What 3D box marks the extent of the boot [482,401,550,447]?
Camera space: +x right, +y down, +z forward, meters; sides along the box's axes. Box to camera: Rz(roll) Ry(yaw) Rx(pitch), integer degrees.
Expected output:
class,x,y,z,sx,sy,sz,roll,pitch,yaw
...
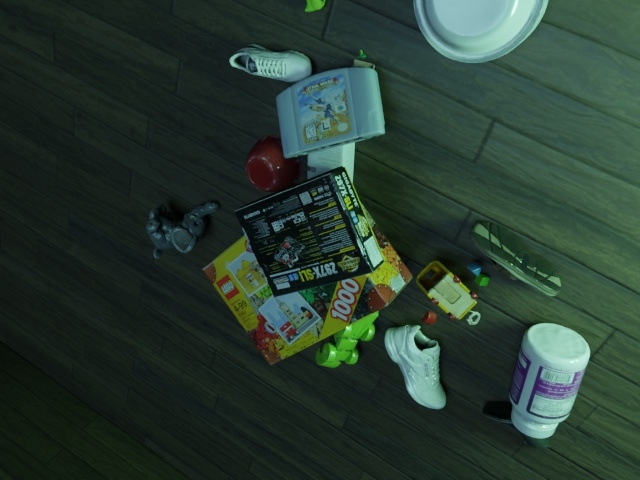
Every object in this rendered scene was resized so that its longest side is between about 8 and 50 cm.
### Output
class,x,y,z,sx,sy,sz,roll,pitch,yaw
boot,0.603,0.575,1.691,0.197,0.077,0.137,2,121,30

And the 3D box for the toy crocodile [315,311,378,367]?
class,x,y,z,sx,sy,sz,roll,pitch,yaw
toy crocodile,0.086,0.318,1.835,0.115,0.105,0.341,9,130,-24

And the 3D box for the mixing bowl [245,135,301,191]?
class,x,y,z,sx,sy,sz,roll,pitch,yaw
mixing bowl,-0.162,-0.219,1.684,0.181,0.098,0.181,14,121,24

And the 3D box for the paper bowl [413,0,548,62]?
class,x,y,z,sx,sy,sz,roll,pitch,yaw
paper bowl,0.340,-0.532,1.194,0.284,0.148,0.284,13,121,22

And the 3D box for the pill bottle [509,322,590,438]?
class,x,y,z,sx,sy,sz,roll,pitch,yaw
pill bottle,0.617,0.393,1.520,0.169,0.169,0.302,16,122,22

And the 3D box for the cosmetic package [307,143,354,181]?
class,x,y,z,sx,sy,sz,roll,pitch,yaw
cosmetic package,0.029,-0.200,1.593,0.117,0.085,0.231,15,120,24

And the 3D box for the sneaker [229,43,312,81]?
class,x,y,z,sx,sy,sz,roll,pitch,yaw
sneaker,-0.136,-0.483,1.530,0.235,0.095,0.090,15,120,21

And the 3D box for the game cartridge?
class,x,y,z,sx,sy,sz,roll,pitch,yaw
game cartridge,0.018,-0.346,1.473,0.297,0.062,0.198,-10,90,27

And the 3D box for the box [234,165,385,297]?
class,x,y,z,sx,sy,sz,roll,pitch,yaw
box,-0.034,-0.013,1.378,0.322,0.079,0.257,-18,102,35

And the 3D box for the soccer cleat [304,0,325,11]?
class,x,y,z,sx,sy,sz,roll,pitch,yaw
soccer cleat,-0.045,-0.671,1.397,0.072,0.060,0.179,-9,113,35

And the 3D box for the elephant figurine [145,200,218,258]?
class,x,y,z,sx,sy,sz,roll,pitch,yaw
elephant figurine,-0.476,-0.036,1.942,0.239,0.169,0.186,8,149,9

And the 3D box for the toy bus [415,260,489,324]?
class,x,y,z,sx,sy,sz,roll,pitch,yaw
toy bus,0.362,0.144,1.571,0.104,0.191,0.202,-126,33,-54

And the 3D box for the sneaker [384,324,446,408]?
class,x,y,z,sx,sy,sz,roll,pitch,yaw
sneaker,0.323,0.398,1.725,0.152,0.114,0.305,-26,101,38

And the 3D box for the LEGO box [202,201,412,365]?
class,x,y,z,sx,sy,sz,roll,pitch,yaw
LEGO box,-0.050,0.091,1.603,0.500,0.193,0.372,-35,91,37

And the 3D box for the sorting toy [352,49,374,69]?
class,x,y,z,sx,sy,sz,roll,pitch,yaw
sorting toy,0.113,-0.455,1.451,0.062,0.012,0.083,23,126,19

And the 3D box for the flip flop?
class,x,y,z,sx,sy,sz,roll,pitch,yaw
flip flop,0.504,0.057,1.455,0.277,0.112,0.080,36,142,2
